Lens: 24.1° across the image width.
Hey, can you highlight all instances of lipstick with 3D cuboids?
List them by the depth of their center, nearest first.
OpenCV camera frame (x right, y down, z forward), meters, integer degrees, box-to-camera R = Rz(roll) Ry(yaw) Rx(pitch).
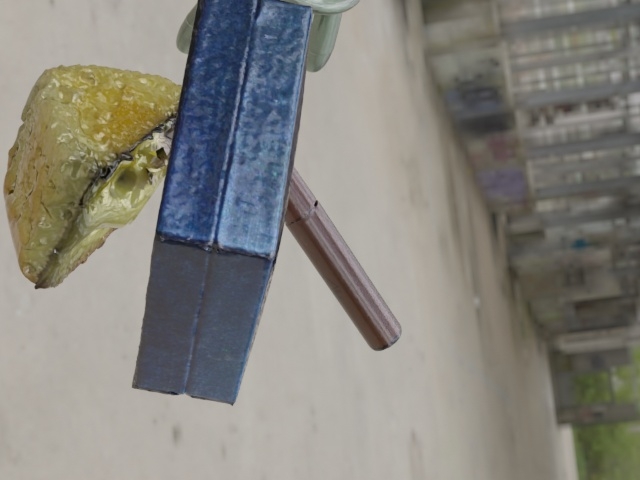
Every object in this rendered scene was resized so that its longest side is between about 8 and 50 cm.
[{"bbox_3d":[0.000,0.000,2.031,0.357,0.057,0.057,57,18,-18],"label":"lipstick"}]

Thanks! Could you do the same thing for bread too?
[{"bbox_3d":[-0.256,-0.075,1.613,0.262,0.162,0.204,-42,162,-57],"label":"bread"}]

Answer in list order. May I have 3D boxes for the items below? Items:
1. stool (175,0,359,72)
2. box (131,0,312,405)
[{"bbox_3d":[-0.065,-0.323,2.067,0.195,0.195,0.199,-48,175,-48],"label":"stool"},{"bbox_3d":[-0.089,-0.036,1.357,0.261,0.116,0.279,109,-9,-56],"label":"box"}]
